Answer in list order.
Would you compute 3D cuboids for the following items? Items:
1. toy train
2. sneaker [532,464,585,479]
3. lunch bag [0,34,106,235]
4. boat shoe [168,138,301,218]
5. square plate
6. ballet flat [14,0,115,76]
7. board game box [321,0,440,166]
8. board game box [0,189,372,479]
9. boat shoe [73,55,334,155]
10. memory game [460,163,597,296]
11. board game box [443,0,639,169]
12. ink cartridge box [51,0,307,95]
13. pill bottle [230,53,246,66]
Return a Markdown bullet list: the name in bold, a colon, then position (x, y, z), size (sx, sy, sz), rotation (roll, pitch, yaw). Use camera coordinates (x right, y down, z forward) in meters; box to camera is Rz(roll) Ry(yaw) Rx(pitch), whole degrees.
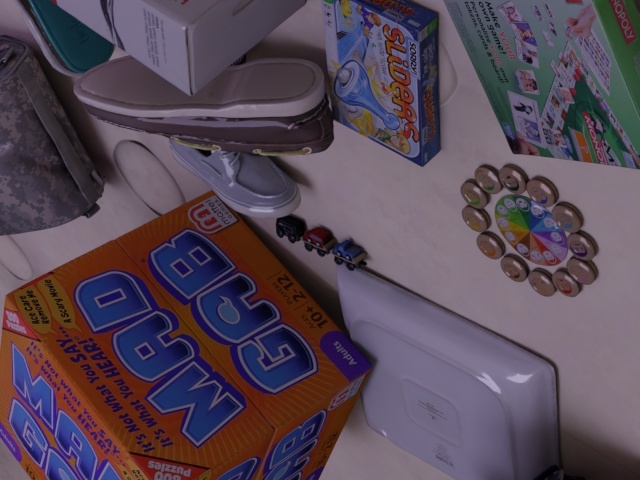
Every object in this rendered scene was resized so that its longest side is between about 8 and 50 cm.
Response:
- **toy train**: position (0.000, 0.000, 1.933), size (0.158, 0.027, 0.036), rotation (25, 133, 36)
- **sneaker**: position (0.260, 0.344, 1.872), size (0.235, 0.094, 0.153), rotation (8, 131, 3)
- **lunch bag**: position (-0.490, -0.156, 2.210), size (0.256, 0.212, 0.305), rotation (3, 134, 30)
- **boat shoe**: position (-0.121, -0.106, 1.906), size (0.227, 0.079, 0.081), rotation (33, 153, 31)
- **square plate**: position (0.166, 0.218, 1.955), size (0.347, 0.049, 0.344), rotation (27, 145, 33)
- **ballet flat**: position (-0.385, -0.393, 1.878), size (0.139, 0.139, 0.400), rotation (18, 141, 42)
- **board game box**: position (0.067, -0.187, 1.596), size (0.136, 0.035, 0.201), rotation (30, 147, 29)
- **board game box**: position (-0.208, 0.222, 2.054), size (0.356, 0.356, 0.356), rotation (48, 146, 20)
- **boat shoe**: position (-0.139, -0.155, 1.718), size (0.325, 0.116, 0.096), rotation (4, 136, 22)
- **memory game**: position (0.230, -0.009, 1.624), size (0.186, 0.012, 0.186), rotation (33, 148, 24)
- **board game box**: position (0.202, -0.211, 1.349), size (0.213, 0.046, 0.317), rotation (14, 138, 55)
- **ink cartridge box**: position (-0.174, -0.311, 1.600), size (0.273, 0.197, 0.114), rotation (35, 151, 23)
- **pill bottle**: position (-0.124, -0.228, 1.771), size (0.067, 0.067, 0.120), rotation (33, 149, 24)
